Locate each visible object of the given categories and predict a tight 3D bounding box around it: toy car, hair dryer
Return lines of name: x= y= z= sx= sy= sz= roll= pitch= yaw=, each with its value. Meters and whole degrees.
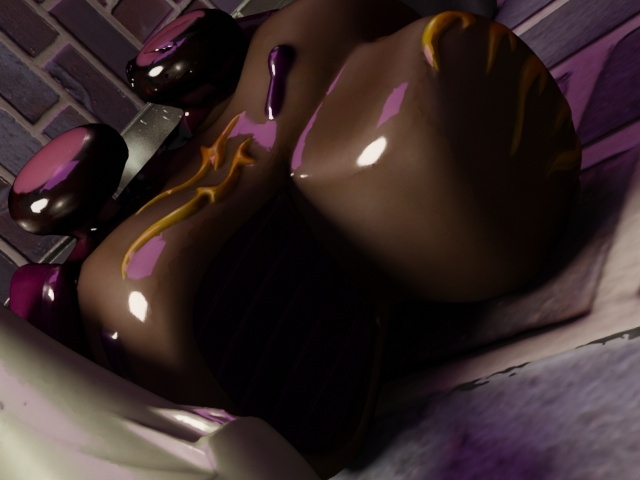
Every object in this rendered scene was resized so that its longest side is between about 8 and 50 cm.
toy car: x=0.000 y=0.000 z=0.549 sx=0.240 sy=0.271 sz=0.341 roll=3 pitch=51 yaw=46
hair dryer: x=-0.126 y=0.161 z=0.411 sx=0.298 sy=0.296 sz=0.119 roll=-45 pitch=-28 yaw=16

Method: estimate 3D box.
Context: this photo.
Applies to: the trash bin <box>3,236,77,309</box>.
trash bin: x=-0.171 y=0.105 z=0.789 sx=0.182 sy=0.209 sz=0.290 roll=-45 pitch=19 yaw=1

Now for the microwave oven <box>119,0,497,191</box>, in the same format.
microwave oven: x=-0.031 y=-0.209 z=1.164 sx=0.432 sy=0.236 sz=0.374 roll=-33 pitch=19 yaw=42
